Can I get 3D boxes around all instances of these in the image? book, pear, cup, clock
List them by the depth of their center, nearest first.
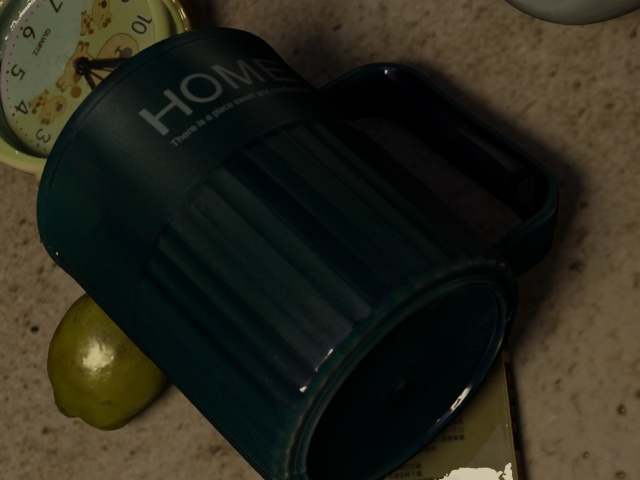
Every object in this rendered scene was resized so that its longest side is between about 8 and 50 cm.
[{"bbox_3d":[-0.008,0.015,0.909,0.292,0.308,0.242,43,125,32],"label":"cup"},{"bbox_3d":[0.078,0.173,0.951,0.161,0.026,0.230,-9,76,21],"label":"book"},{"bbox_3d":[-0.181,0.098,1.036,0.107,0.107,0.131,14,88,25],"label":"pear"},{"bbox_3d":[-0.205,-0.150,1.093,0.308,0.096,0.235,33,93,24],"label":"clock"}]

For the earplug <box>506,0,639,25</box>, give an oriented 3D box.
[{"bbox_3d":[0.218,-0.316,0.899,0.214,0.175,0.325,17,87,23],"label":"earplug"}]
